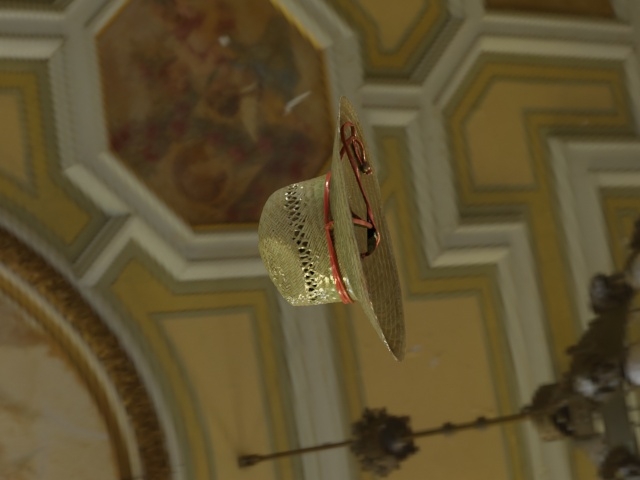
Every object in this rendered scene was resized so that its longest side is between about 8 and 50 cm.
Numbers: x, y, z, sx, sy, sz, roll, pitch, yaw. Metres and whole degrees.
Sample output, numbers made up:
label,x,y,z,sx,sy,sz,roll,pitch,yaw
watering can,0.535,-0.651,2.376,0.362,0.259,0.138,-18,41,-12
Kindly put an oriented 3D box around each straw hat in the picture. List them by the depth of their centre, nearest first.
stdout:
label,x,y,z,sx,sy,sz,roll,pitch,yaw
straw hat,0.000,0.000,0.747,0.061,0.144,0.145,-12,-90,9
